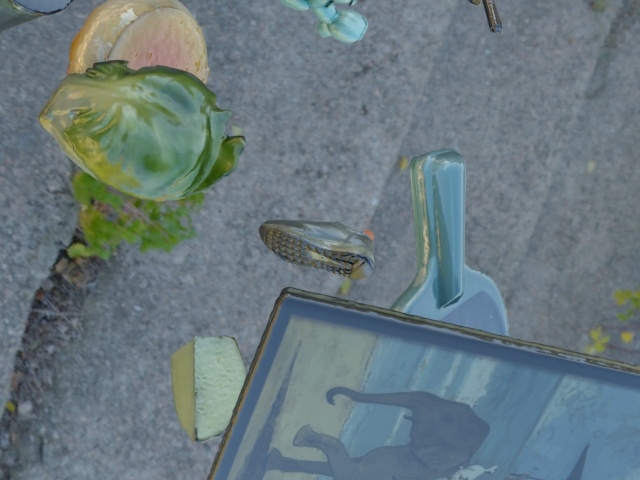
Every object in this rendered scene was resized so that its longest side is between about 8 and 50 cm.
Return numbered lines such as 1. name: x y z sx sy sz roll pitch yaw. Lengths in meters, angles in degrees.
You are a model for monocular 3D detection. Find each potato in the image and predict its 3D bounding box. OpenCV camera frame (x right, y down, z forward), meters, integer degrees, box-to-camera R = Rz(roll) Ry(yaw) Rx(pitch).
1. potato: -0.162 0.219 1.228 0.081 0.120 0.149 5 71 -24

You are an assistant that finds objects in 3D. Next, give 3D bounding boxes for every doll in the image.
1. doll: 0.011 -0.385 1.403 0.159 0.159 0.059 31 69 -15

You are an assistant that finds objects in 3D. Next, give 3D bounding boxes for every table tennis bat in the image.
1. table tennis bat: 0.086 0.053 0.602 0.149 0.038 0.237 -15 109 -39

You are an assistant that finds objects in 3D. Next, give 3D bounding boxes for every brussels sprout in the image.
1. brussels sprout: -0.171 -0.109 0.826 0.181 0.100 0.139 22 59 -25

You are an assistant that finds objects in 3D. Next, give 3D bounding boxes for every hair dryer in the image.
1. hair dryer: 0.178 -0.250 0.900 0.026 0.083 0.047 -6 154 -9

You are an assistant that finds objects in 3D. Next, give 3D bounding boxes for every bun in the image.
1. bun: -0.353 -0.329 1.604 0.299 0.165 0.299 -38 143 -37

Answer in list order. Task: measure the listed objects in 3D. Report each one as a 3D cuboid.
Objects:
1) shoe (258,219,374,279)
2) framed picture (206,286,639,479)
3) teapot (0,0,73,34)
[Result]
1. shoe: -0.002 -0.001 1.388 0.074 0.194 0.077 101 7 -51
2. framed picture: 0.093 0.175 0.559 0.347 0.016 0.265 15 113 -19
3. teapot: -0.605 -0.456 1.559 0.200 0.337 0.270 51 54 -33
